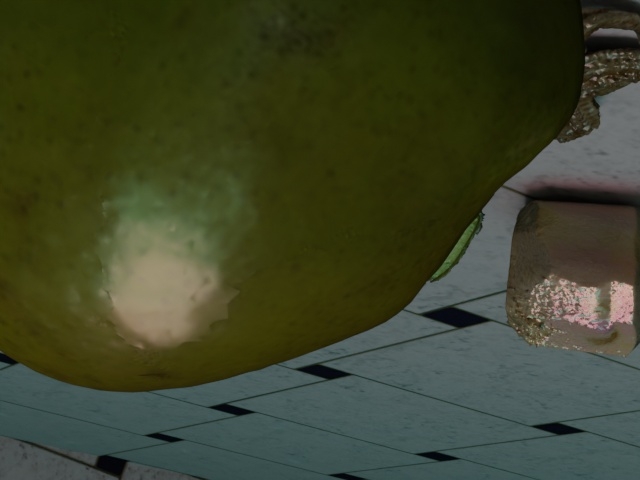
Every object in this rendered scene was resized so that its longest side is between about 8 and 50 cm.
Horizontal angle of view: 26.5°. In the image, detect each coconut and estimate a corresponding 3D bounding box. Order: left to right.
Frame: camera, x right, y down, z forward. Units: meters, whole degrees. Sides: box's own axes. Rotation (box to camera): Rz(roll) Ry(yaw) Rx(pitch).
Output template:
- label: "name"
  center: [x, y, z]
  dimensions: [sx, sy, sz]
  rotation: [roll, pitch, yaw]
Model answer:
- label: "coconut"
  center: [0.203, 0.028, 1.009]
  dimensions: [0.122, 0.116, 0.116]
  rotation: [5, 161, 13]

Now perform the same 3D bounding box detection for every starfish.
- label: "starfish"
  center: [0.136, -0.085, 0.801]
  dimensions: [0.209, 0.053, 0.150]
  rotation: [-1, 163, 21]

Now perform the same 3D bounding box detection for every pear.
- label: "pear"
  center: [-0.081, -0.096, 0.556]
  dimensions: [0.375, 0.287, 0.287]
  rotation: [23, 163, 10]

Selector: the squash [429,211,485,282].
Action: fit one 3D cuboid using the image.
- label: "squash"
  center: [0.070, 0.002, 1.046]
  dimensions: [0.090, 0.075, 0.200]
  rotation: [-17, 163, -5]
